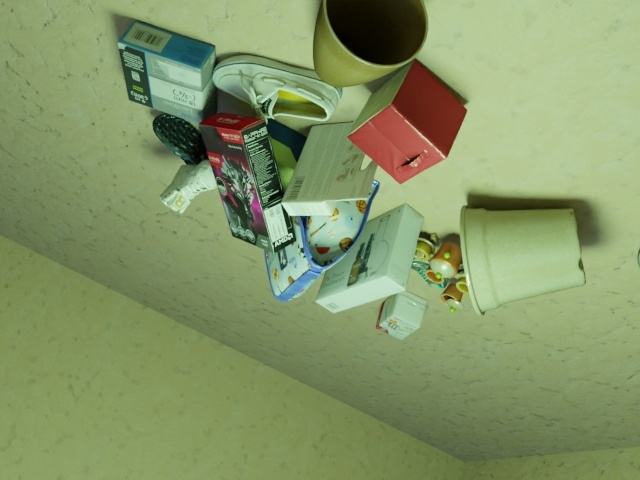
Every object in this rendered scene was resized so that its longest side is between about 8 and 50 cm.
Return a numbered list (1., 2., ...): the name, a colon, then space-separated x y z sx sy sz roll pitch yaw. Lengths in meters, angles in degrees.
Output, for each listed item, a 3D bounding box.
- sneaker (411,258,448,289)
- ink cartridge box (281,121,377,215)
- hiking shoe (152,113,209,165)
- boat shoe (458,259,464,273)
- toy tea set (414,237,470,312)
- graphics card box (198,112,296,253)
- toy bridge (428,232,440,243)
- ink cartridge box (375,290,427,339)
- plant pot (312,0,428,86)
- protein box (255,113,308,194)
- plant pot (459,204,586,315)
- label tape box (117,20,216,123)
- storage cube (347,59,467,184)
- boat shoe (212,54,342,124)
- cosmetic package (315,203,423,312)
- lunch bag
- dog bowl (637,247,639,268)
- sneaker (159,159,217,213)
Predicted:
1. sneaker: 0.391 0.122 2.214 0.166 0.076 0.065 22 148 -4
2. ink cartridge box: 0.056 -0.202 1.683 0.261 0.296 0.066 0 145 29
3. hiking shoe: -0.429 -0.287 2.008 0.304 0.113 0.132 38 150 -21
4. boat shoe: 0.477 0.078 2.106 0.066 0.066 0.183 21 149 0
5. toy tea set: 0.419 0.135 2.065 0.200 0.124 0.336 0 138 48
6. graphics card box: -0.206 -0.164 1.733 0.232 0.094 0.371 20 132 47
7. toy bridge: 0.325 0.006 2.119 0.188 0.026 0.063 -4 144 34
8. ink cartridge box: 0.325 0.299 2.479 0.128 0.127 0.176 25 148 -7
9. plant pot: 0.079 -0.451 1.386 0.237 0.237 0.254 28 164 -13
10. protein box: -0.155 -0.248 1.887 0.199 0.136 0.201 27 148 -10
11. plant pot: 0.591 0.037 1.780 0.305 0.334 0.334 -9 140 21
12. label tape box: -0.429 -0.440 1.775 0.240 0.106 0.334 19 149 3
13. storage cube: 0.218 -0.294 1.539 0.193 0.215 0.183 39 146 -17
14. boat shoe: -0.135 -0.381 1.647 0.367 0.156 0.136 14 148 8
15. cosmetic package: 0.160 0.068 2.060 0.097 0.284 0.377 36 145 -22
16. lunch bag: -0.022 -0.020 1.929 0.238 0.386 0.328 27 149 -12
17. dog bowl: 1.112 0.110 1.714 0.407 0.150 0.408 15 148 9
18. sneaker: -0.393 -0.155 1.911 0.108 0.169 0.292 43 155 -30
